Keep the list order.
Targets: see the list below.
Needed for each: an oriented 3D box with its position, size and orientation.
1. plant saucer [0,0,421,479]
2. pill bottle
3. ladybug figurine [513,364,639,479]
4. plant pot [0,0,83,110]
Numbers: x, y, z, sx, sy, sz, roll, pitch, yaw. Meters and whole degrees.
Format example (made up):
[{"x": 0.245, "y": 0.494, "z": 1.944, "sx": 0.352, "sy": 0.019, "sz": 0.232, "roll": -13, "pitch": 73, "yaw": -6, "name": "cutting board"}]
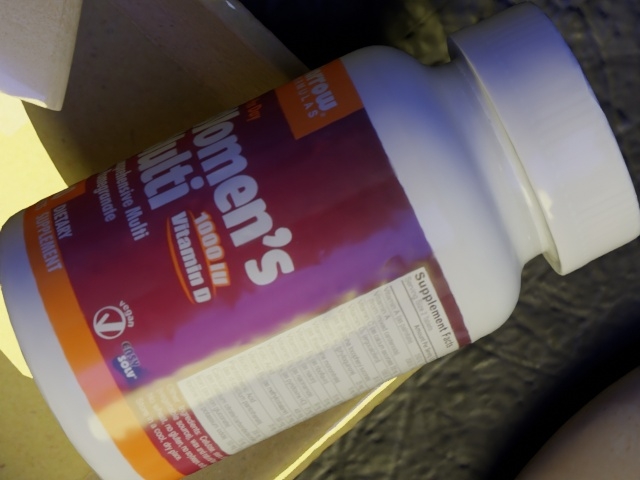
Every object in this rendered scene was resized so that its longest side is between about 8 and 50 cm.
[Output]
[{"x": -0.145, "y": 0.011, "z": 0.664, "sx": 0.333, "sy": 0.081, "sz": 0.333, "roll": -43, "pitch": 116, "yaw": 11, "name": "plant saucer"}, {"x": 0.000, "y": 0.000, "z": 0.573, "sx": 0.221, "sy": 0.121, "sz": 0.121, "roll": -26, "pitch": 119, "yaw": 2, "name": "pill bottle"}, {"x": 0.216, "y": 0.266, "z": 0.818, "sx": 0.305, "sy": 0.162, "sz": 0.449, "roll": 1, "pitch": 117, "yaw": -12, "name": "ladybug figurine"}, {"x": -0.128, "y": -0.114, "z": 0.505, "sx": 0.109, "sy": 0.109, "sz": 0.096, "roll": 18, "pitch": 100, "yaw": -19, "name": "plant pot"}]
